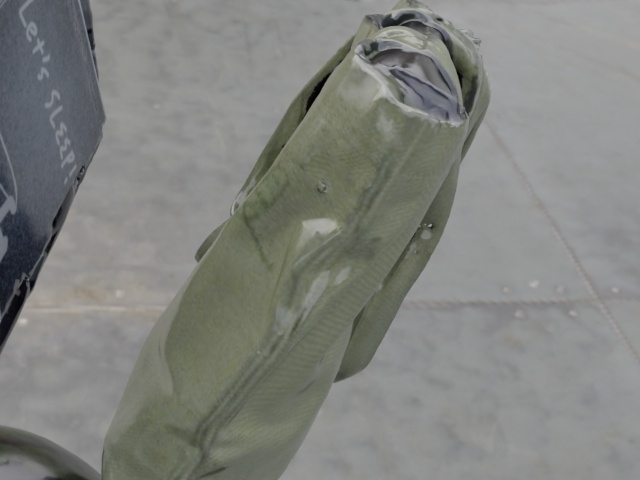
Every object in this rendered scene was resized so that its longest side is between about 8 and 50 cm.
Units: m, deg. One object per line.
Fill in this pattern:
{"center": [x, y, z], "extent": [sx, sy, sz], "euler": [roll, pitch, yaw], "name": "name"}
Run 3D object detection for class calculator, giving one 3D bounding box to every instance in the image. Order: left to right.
{"center": [-0.155, -0.046, 0.510], "extent": [0.028, 0.165, 0.274], "euler": [4, 40, 6], "name": "calculator"}

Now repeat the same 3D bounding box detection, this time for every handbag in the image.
{"center": [0.001, -0.002, 0.563], "extent": [0.109, 0.253, 0.316], "euler": [32, 20, -1], "name": "handbag"}

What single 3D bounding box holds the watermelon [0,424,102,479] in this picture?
{"center": [-0.178, 0.190, 0.512], "extent": [0.212, 0.212, 0.212], "euler": [7, 35, -5], "name": "watermelon"}
